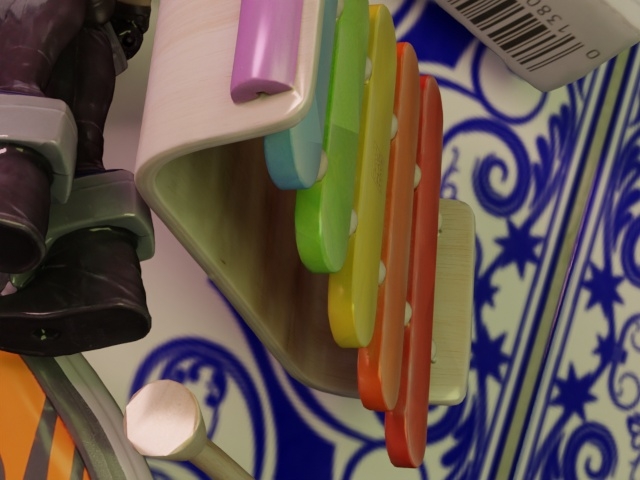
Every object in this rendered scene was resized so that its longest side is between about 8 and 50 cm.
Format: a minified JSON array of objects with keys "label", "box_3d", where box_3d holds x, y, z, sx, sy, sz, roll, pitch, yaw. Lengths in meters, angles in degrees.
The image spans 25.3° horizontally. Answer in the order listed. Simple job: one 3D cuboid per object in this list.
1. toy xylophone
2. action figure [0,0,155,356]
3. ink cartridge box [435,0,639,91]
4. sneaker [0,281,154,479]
[{"label":"toy xylophone","box_3d":[0.000,0.000,0.617,0.323,0.081,0.236,46,44,-67]},{"label":"action figure","box_3d":[-0.108,-0.102,0.589,0.099,0.185,0.285,-1,55,10]},{"label":"ink cartridge box","box_3d":[0.091,-0.322,0.800,0.308,0.091,0.385,36,54,-22]},{"label":"sneaker","box_3d":[-0.152,0.179,0.577,0.180,0.124,0.321,-21,97,-40]}]
